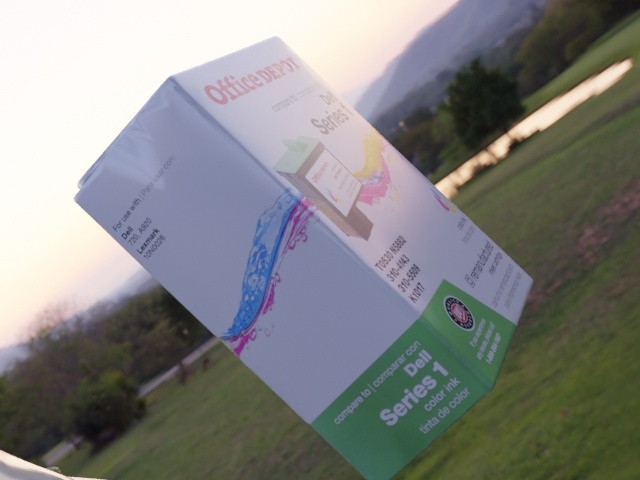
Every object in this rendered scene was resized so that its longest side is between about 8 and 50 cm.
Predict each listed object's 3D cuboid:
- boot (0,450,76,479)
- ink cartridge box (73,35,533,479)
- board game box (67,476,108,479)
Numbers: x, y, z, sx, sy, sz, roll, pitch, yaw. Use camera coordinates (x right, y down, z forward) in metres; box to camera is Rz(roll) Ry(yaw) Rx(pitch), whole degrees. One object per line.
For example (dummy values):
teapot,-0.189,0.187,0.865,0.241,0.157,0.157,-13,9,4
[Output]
boot,-0.168,0.102,0.445,0.077,0.165,0.213,-66,21,-2
ink cartridge box,0.000,0.000,0.741,0.117,0.278,0.201,-47,-1,25
board game box,-0.386,0.267,0.915,0.347,0.078,0.233,-1,-8,-38
